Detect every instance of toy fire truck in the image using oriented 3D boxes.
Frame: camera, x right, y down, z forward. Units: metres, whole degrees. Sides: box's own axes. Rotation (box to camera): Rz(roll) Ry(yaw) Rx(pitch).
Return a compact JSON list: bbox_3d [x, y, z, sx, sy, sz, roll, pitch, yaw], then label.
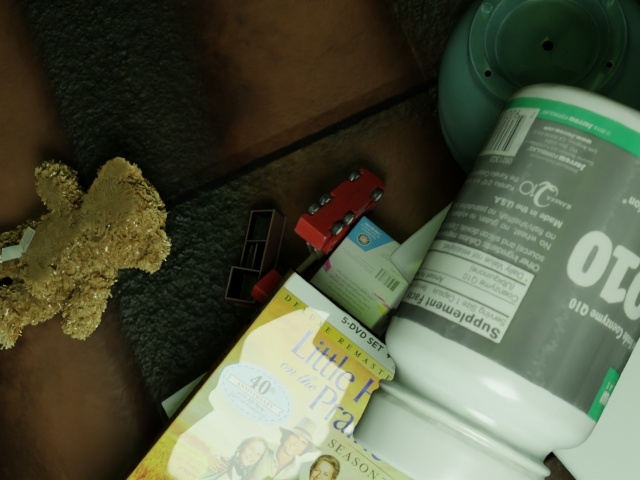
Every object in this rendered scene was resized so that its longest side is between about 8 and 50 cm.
[{"bbox_3d":[0.000,0.000,1.245,0.047,0.135,0.192,39,50,12],"label":"toy fire truck"}]

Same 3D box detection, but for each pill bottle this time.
[{"bbox_3d":[0.186,0.059,0.886,0.204,0.204,0.361,27,85,19],"label":"pill bottle"}]

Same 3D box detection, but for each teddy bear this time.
[{"bbox_3d":[-0.351,0.017,1.345,0.338,0.113,0.245,-43,63,10],"label":"teddy bear"}]

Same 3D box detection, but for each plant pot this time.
[{"bbox_3d":[0.275,-0.206,1.167,0.293,0.196,0.293,-3,77,14],"label":"plant pot"}]

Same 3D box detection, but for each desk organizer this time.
[{"bbox_3d":[-0.086,0.022,1.288,0.047,0.050,0.130,9,80,17],"label":"desk organizer"}]

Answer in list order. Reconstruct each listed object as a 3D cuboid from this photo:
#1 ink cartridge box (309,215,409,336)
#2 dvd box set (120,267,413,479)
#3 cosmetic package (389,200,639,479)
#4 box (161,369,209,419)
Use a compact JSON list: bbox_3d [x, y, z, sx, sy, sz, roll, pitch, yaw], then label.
[{"bbox_3d":[0.042,0.075,1.236,0.104,0.061,0.181,40,89,20],"label":"ink cartridge box"},{"bbox_3d":[-0.046,0.289,1.149,0.307,0.062,0.420,40,89,-7],"label":"dvd box set"},{"bbox_3d":[0.291,0.155,1.063,0.161,0.230,0.453,-40,72,3],"label":"cosmetic package"},{"bbox_3d":[-0.125,0.225,1.233,0.101,0.087,0.102,-34,71,5],"label":"box"}]
